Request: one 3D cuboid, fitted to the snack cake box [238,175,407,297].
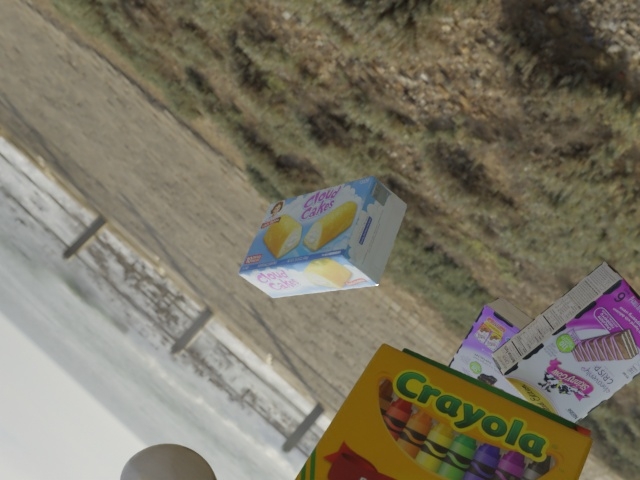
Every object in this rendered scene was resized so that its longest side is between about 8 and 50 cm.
[{"bbox_3d":[0.000,0.000,1.348,0.089,0.152,0.264,38,149,-30],"label":"snack cake box"}]

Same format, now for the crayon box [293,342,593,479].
[{"bbox_3d":[0.088,0.220,0.682,0.202,0.318,0.081,22,141,19],"label":"crayon box"}]

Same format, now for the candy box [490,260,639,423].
[{"bbox_3d":[0.407,0.169,1.285,0.159,0.233,0.071,44,-168,-19],"label":"candy box"}]

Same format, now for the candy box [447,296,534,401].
[{"bbox_3d":[0.319,0.226,1.440,0.165,0.070,0.196,39,120,24],"label":"candy box"}]

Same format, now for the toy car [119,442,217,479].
[{"bbox_3d":[-0.126,0.241,0.561,0.136,0.159,0.182,43,-158,5],"label":"toy car"}]
